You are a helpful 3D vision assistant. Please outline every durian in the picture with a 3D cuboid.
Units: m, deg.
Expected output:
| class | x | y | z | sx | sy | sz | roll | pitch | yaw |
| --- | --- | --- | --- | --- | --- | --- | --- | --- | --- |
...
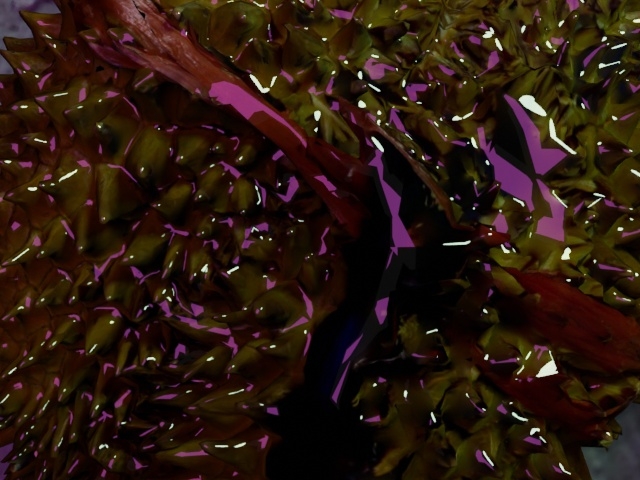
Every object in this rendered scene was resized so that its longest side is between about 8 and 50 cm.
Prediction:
| class | x | y | z | sx | sy | sz | roll | pitch | yaw |
| --- | --- | --- | --- | --- | --- | --- | --- | --- | --- |
| durian | 0.004 | 0.003 | 0.899 | 0.347 | 0.347 | 0.384 | 41 | 86 | 23 |
